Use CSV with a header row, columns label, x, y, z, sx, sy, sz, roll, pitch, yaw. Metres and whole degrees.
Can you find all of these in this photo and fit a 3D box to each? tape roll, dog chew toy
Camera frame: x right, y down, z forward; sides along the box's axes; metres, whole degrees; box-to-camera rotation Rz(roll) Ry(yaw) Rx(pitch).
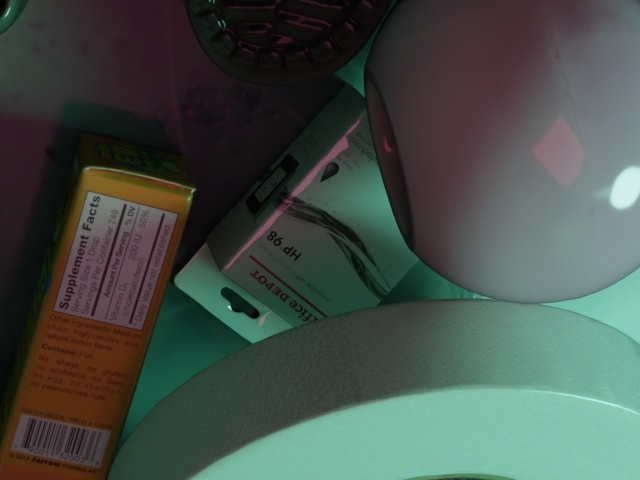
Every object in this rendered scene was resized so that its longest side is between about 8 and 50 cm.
label,x,y,z,sx,sy,sz,roll,pitch,yaw
tape roll,0.054,0.182,0.991,0.392,0.072,0.392,-6,141,-5
dog chew toy,0.197,-0.087,0.861,0.331,0.206,0.207,-14,114,-3

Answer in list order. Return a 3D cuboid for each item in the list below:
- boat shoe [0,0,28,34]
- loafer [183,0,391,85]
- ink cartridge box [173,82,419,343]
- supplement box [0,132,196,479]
label,x,y,z,sx,sy,sz,roll,pitch,yaw
boat shoe,-0.296,-0.223,0.817,0.335,0.095,0.112,34,99,-24
loafer,-0.001,-0.270,0.848,0.133,0.130,0.366,8,102,-3
ink cartridge box,0.000,0.000,1.003,0.104,0.060,0.180,39,97,-25
supplement box,-0.149,0.054,0.976,0.080,0.078,0.233,16,105,-17
